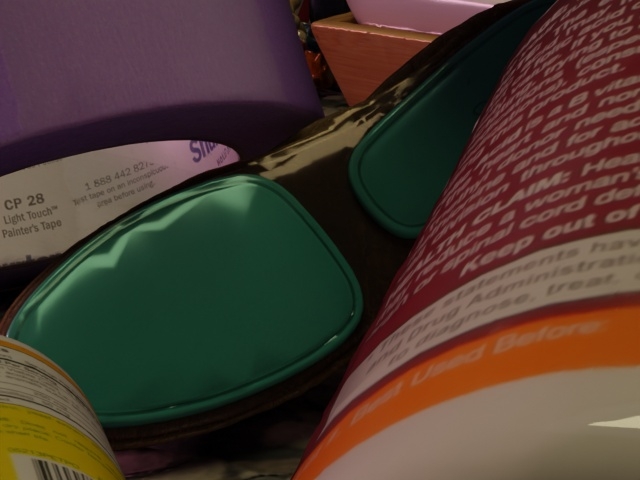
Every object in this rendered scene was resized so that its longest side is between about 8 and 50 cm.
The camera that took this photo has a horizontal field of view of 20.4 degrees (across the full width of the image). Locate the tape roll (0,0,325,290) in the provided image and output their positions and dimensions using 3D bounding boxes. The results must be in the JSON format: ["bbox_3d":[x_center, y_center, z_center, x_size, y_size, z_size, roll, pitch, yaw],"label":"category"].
[{"bbox_3d":[-0.139,-0.054,0.894,0.275,0.090,0.275,-16,-12,-4],"label":"tape roll"}]

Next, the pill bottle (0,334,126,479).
[{"bbox_3d":[-0.119,0.103,0.592,0.117,0.117,0.215,-7,19,-15],"label":"pill bottle"}]

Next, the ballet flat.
[{"bbox_3d":[0.000,0.000,0.850,0.342,0.116,0.124,-36,-9,-16],"label":"ballet flat"}]

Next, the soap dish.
[{"bbox_3d":[0.176,-0.130,1.250,0.291,0.118,0.229,14,24,40],"label":"soap dish"}]

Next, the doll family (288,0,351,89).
[{"bbox_3d":[-0.008,-0.178,1.359,0.263,0.163,0.118,-24,46,-36],"label":"doll family"}]

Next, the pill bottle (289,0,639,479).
[{"bbox_3d":[0.134,0.035,0.504,0.224,0.224,0.392,4,31,18],"label":"pill bottle"}]

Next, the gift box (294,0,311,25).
[{"bbox_3d":[-0.010,-0.273,1.511,0.255,0.276,0.258,2,10,-30],"label":"gift box"}]
